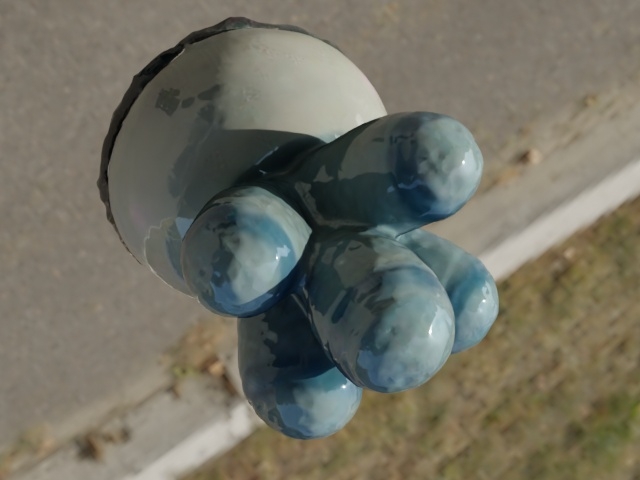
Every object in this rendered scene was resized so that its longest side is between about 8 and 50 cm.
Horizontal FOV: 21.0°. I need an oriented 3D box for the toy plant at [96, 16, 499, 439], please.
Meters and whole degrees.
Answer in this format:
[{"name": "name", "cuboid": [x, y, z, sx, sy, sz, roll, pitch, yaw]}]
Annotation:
[{"name": "toy plant", "cuboid": [0.000, 0.000, 1.212, 0.247, 0.332, 0.247, -11, 118, -21]}]
